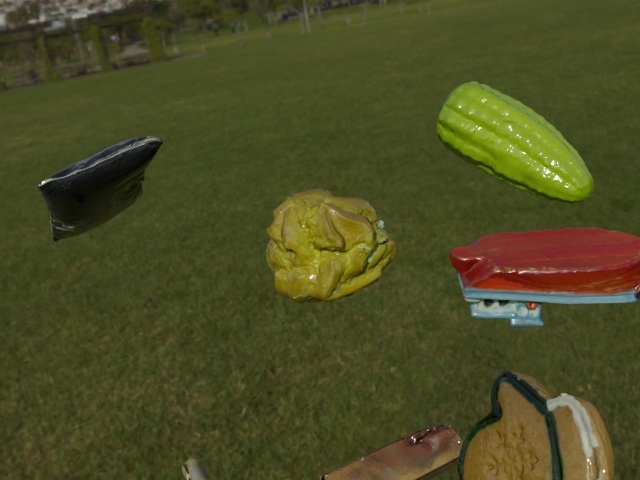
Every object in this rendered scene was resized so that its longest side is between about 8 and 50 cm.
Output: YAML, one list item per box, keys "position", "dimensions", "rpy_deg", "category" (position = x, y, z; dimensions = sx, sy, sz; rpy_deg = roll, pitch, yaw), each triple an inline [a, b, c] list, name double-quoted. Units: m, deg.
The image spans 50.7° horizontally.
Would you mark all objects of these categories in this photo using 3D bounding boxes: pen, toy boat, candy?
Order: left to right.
- position: [-0.201, 0.394, 1.113]
  dimensions: [0.040, 0.032, 0.233]
  rpy_deg: [-6, -3, -17]
  category: "pen"
- position: [0.236, -0.112, 0.816]
  dimensions: [0.097, 0.096, 0.209]
  rpy_deg: [-26, 54, -38]
  category: "candy"
- position: [0.188, 0.029, 0.529]
  dimensions: [0.173, 0.058, 0.069]
  rpy_deg: [-4, 32, 4]
  category: "toy boat"

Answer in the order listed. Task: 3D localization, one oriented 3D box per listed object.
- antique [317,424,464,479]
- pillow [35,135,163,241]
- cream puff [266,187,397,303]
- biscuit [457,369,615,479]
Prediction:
- position: [0.151, 0.475, 1.399]
  dimensions: [0.310, 0.087, 0.093]
  rpy_deg: [-20, 63, -15]
  category: "antique"
- position: [-0.263, -0.059, 0.800]
  dimensions: [0.141, 0.055, 0.208]
  rpy_deg: [-30, -3, -25]
  category: "pillow"
- position: [-0.003, 0.004, 1.108]
  dimensions: [0.221, 0.194, 0.195]
  rpy_deg: [-6, 18, 34]
  category: "cream puff"
- position: [0.351, 0.361, 1.167]
  dimensions: [0.057, 0.287, 0.344]
  rpy_deg: [14, -29, -24]
  category: "biscuit"
